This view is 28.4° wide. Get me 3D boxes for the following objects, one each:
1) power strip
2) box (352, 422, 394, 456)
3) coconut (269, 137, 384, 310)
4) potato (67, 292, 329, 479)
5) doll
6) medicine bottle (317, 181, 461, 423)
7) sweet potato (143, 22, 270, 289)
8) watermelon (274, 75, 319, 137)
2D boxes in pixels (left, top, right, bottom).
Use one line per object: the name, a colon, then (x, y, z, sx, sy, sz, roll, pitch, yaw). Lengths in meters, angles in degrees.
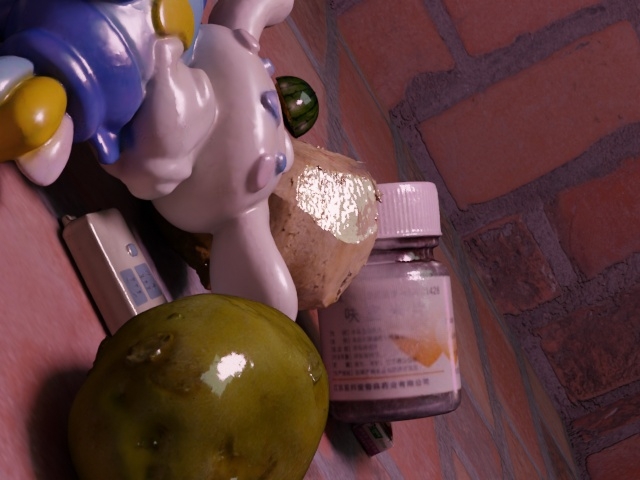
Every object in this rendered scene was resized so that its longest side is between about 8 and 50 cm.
power strip: (-0.155, 0.058, 1.060, 0.192, 0.035, 0.081, 63, 15, 0)
box: (0.070, 0.206, 1.663, 0.050, 0.041, 0.207, 56, 14, -18)
coconut: (-0.035, -0.008, 1.372, 0.194, 0.194, 0.194, 58, 13, -23)
potato: (-0.080, 0.130, 0.926, 0.253, 0.148, 0.186, -24, 101, -60)
doll: (-0.135, -0.139, 1.066, 0.365, 0.187, 0.376, 30, 30, -44)
medicine bottle: (0.076, 0.074, 1.503, 0.165, 0.165, 0.273, 0, 84, -76)
sweet potato: (-0.142, -0.136, 1.295, 0.130, 0.130, 0.422, 41, 25, -60)
watermelon: (-0.035, -0.225, 2.059, 0.105, 0.062, 0.105, -23, 90, -86)
